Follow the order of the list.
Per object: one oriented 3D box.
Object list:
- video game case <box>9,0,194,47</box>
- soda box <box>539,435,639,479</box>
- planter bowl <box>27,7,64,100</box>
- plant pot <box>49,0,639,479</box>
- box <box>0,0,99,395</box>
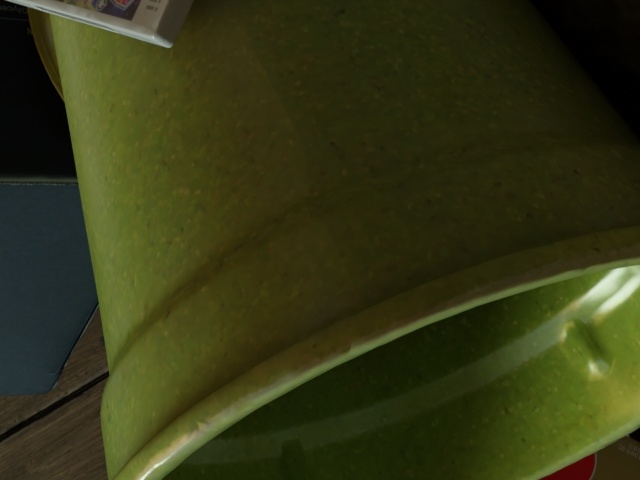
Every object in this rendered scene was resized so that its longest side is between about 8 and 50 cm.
[{"bbox_3d":[-0.075,-0.123,0.508,0.122,0.087,0.011,22,178,46],"label":"video game case"},{"bbox_3d":[0.099,0.105,0.754,0.181,0.058,0.061,27,175,-9],"label":"soda box"},{"bbox_3d":[-0.067,-0.149,0.852,0.090,0.217,0.217,-23,100,45],"label":"planter bowl"},{"bbox_3d":[0.006,-0.031,0.563,0.276,0.276,0.254,79,170,-65],"label":"plant pot"},{"bbox_3d":[-0.289,-0.120,0.997,0.293,0.211,0.396,-53,47,46],"label":"box"}]
